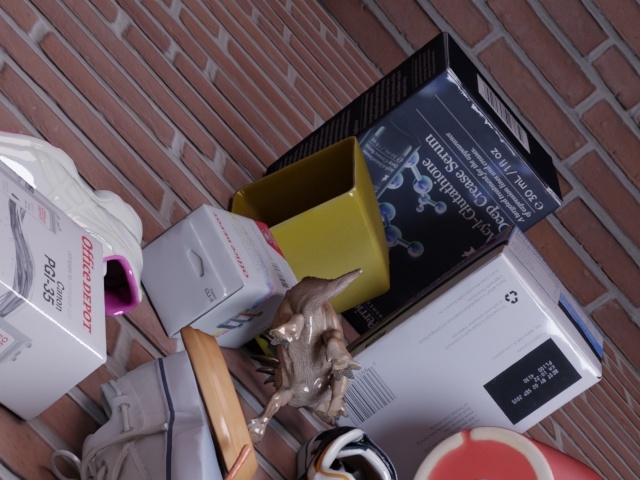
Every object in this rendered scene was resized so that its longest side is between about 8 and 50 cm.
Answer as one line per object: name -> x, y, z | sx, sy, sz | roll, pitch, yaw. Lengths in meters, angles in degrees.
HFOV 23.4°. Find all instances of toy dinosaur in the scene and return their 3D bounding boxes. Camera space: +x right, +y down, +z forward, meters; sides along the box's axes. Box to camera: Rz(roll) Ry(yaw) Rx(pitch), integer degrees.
toy dinosaur -> -0.019, 0.129, 1.944 | 0.127, 0.295, 0.200 | 8, 30, -4

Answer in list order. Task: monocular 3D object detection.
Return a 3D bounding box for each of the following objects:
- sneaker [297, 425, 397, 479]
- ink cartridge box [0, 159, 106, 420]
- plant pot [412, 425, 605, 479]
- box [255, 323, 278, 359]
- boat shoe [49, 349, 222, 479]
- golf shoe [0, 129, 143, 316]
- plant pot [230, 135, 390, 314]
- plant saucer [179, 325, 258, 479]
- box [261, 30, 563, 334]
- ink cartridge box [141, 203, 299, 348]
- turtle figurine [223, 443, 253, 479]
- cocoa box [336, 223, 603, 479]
sneaker -> 0.039, 0.299, 1.939 | 0.126, 0.127, 0.321 | 51, 15, -3
ink cartridge box -> -0.344, 0.011, 1.502 | 0.283, 0.117, 0.207 | 42, 20, -31
plant pot -> 0.242, 0.369, 2.006 | 0.243, 0.275, 0.275 | 48, 14, -54
box -> -0.078, 0.095, 2.130 | 0.179, 0.043, 0.105 | -112, 176, -45
boat shoe -> -0.180, 0.219, 1.498 | 0.367, 0.156, 0.136 | -116, -168, -66
golf shoe -> -0.296, -0.017, 1.705 | 0.306, 0.115, 0.140 | 33, 29, -46
plant pot -> 0.000, 0.000, 2.318 | 0.187, 0.212, 0.212 | 60, 13, -21
plant saucer -> -0.112, 0.188, 1.748 | 0.200, 0.037, 0.200 | 162, -90, -84
box -> 0.141, -0.088, 2.500 | 0.293, 0.395, 0.212 | 47, 19, -16
ink cartridge box -> -0.129, 0.048, 1.977 | 0.128, 0.127, 0.176 | 61, 17, 21
turtle figurine -> -0.036, 0.334, 1.545 | 0.217, 0.087, 0.269 | 30, 42, -11
cocoa box -> 0.205, 0.178, 2.228 | 0.231, 0.347, 0.228 | 52, 16, -2
